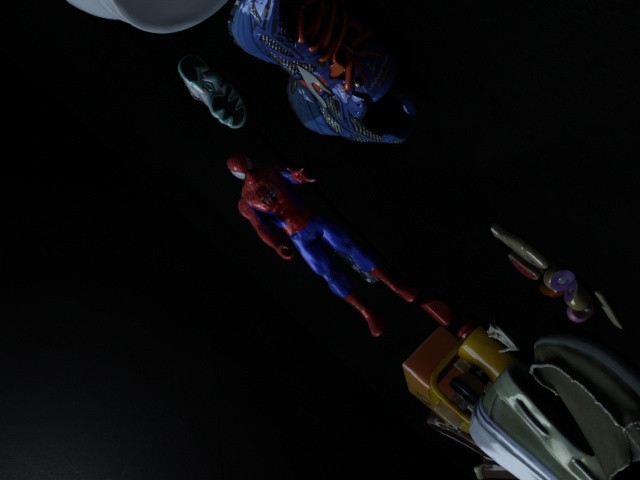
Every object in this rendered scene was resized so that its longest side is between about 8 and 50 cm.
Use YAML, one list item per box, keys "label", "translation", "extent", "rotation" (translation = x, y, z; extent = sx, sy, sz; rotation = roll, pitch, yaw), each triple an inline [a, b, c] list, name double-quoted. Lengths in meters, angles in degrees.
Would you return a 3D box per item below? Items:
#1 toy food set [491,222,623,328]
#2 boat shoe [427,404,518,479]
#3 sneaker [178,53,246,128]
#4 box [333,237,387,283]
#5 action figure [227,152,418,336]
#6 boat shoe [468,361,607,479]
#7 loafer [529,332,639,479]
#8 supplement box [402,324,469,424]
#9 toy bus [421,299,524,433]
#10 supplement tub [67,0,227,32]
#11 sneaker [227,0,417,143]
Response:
- label: "toy food set"
  translation: [0.190, 0.036, 1.280]
  extent: [0.122, 0.019, 0.078]
  rotation: [36, 170, 43]
- label: "boat shoe"
  translation: [0.258, 0.306, 2.209]
  extent: [0.257, 0.095, 0.095]
  rotation: [38, 172, 32]
- label: "sneaker"
  translation: [-0.116, -0.160, 1.712]
  extent: [0.098, 0.038, 0.069]
  rotation: [51, 175, 3]
- label: "box"
  translation: [0.050, 0.025, 1.971]
  extent: [0.067, 0.018, 0.083]
  rotation: [43, 173, -2]
- label: "action figure"
  translation: [0.000, 0.000, 1.818]
  extent: [0.280, 0.091, 0.139]
  rotation: [43, 179, -14]
- label: "boat shoe"
  translation: [0.294, 0.243, 1.639]
  extent: [0.302, 0.109, 0.094]
  rotation: [32, 128, 13]
- label: "loafer"
  translation: [0.271, 0.170, 1.366]
  extent: [0.251, 0.087, 0.094]
  rotation: [37, 171, 37]
- label: "supplement box"
  translation: [0.164, 0.182, 2.064]
  extent: [0.078, 0.080, 0.233]
  rotation: [41, 171, 13]
- label: "toy bus"
  translation: [0.176, 0.166, 1.786]
  extent: [0.202, 0.104, 0.191]
  rotation: [46, 171, -33]
- label: "supplement tub"
  translation: [-0.145, -0.230, 1.002]
  extent: [0.200, 0.144, 0.144]
  rotation: [38, 172, 35]
- label: "sneaker"
  translation: [0.011, -0.134, 1.074]
  extent: [0.087, 0.083, 0.221]
  rotation: [23, 170, 29]
